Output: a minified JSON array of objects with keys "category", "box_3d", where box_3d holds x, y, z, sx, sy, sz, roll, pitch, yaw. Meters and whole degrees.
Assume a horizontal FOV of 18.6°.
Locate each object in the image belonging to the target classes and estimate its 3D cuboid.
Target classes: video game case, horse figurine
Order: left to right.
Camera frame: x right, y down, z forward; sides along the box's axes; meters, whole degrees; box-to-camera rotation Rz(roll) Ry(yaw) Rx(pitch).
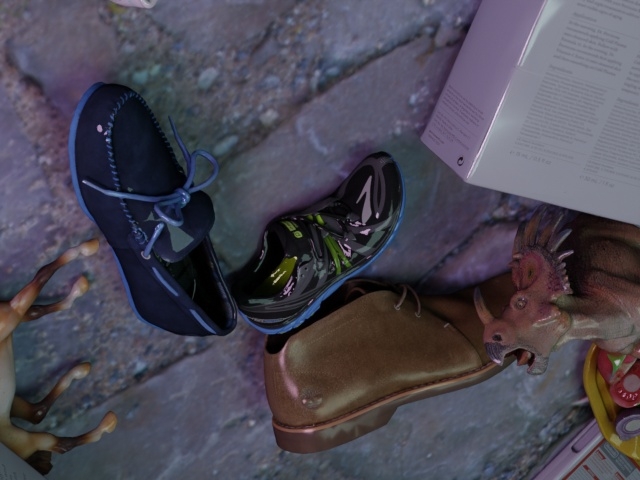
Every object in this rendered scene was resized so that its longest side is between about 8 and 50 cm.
[{"category":"horse figurine","box_3d":[-0.250,0.106,1.545,0.174,0.066,0.263,-23,128,-32]},{"category":"video game case","box_3d":[0.358,0.224,2.105,0.285,0.025,0.204,-44,135,-2]}]

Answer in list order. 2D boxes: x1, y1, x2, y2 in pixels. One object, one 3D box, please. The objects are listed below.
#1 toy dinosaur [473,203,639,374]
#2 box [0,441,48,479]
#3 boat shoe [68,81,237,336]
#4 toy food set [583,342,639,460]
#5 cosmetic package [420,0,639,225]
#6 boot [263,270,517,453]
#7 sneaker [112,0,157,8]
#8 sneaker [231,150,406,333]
[{"category":"toy dinosaur","box_3d":[0.248,0.030,1.769,0.200,0.295,0.127,22,109,2]},{"category":"box","box_3d":[-0.332,0.241,1.443,0.215,0.168,0.345,-27,141,10]},{"category":"boat shoe","box_3d":[-0.116,-0.024,1.523,0.109,0.089,0.258,-59,149,-26]},{"category":"toy food set","box_3d":[0.337,0.139,1.973,0.128,0.071,0.218,-33,124,-10]},{"category":"cosmetic package","box_3d":[0.309,-0.158,1.718,0.377,0.097,0.284,13,112,-32]},{"category":"boot","box_3d":[0.083,0.078,1.752,0.305,0.112,0.115,-24,111,-27]},{"category":"sneaker","box_3d":[-0.101,-0.263,1.375,0.080,0.094,0.212,9,107,-38]},{"category":"sneaker","box_3d":[0.000,0.000,1.653,0.188,0.067,0.078,-46,142,3]}]
